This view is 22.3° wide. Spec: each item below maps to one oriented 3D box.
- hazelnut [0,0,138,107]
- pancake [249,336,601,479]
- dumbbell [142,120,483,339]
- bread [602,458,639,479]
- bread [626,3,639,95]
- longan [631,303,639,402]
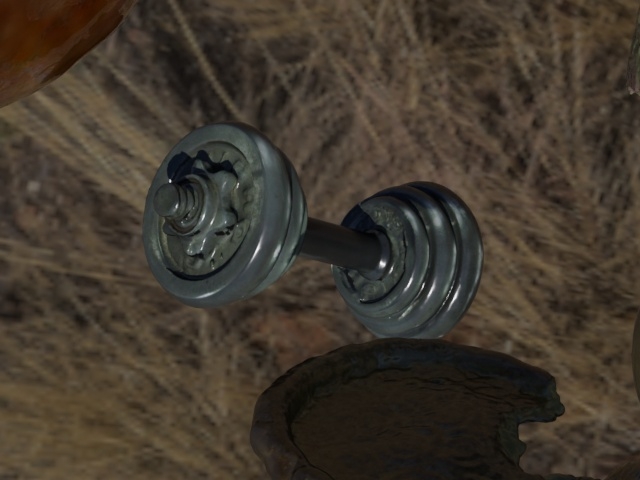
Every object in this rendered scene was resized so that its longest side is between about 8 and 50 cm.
[{"bbox_3d":[-0.246,-0.241,1.000,0.365,0.365,0.366,-9,77,41],"label":"hazelnut"},{"bbox_3d":[0.087,0.144,1.192,0.286,0.288,0.033,18,116,32],"label":"pancake"},{"bbox_3d":[0.000,0.000,1.585,0.179,0.406,0.179,-14,70,42],"label":"dumbbell"},{"bbox_3d":[0.408,0.338,1.804,0.176,0.246,0.195,-38,98,6],"label":"bread"},{"bbox_3d":[0.387,-0.274,1.459,0.155,0.187,0.338,18,93,0],"label":"bread"},{"bbox_3d":[0.435,0.100,1.529,0.288,0.288,0.350,23,140,42],"label":"longan"}]
